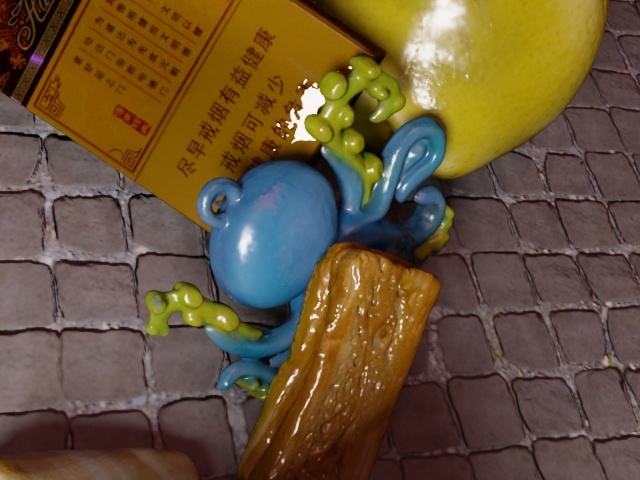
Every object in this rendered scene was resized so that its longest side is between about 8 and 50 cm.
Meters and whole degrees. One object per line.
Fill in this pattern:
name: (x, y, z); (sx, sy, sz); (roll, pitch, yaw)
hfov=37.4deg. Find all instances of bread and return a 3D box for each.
bread: (0.021, 0.139, 0.897); (0.139, 0.077, 0.270); (19, 91, -31)

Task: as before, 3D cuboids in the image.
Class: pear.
pear: (0.169, -0.283, 1.160); (0.362, 0.362, 0.418); (31, 77, 0)

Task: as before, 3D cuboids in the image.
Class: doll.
doll: (0.000, 0.000, 0.962); (0.099, 0.346, 0.341); (28, -1, 40)

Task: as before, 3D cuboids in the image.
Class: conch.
conch: (-0.208, 0.232, 0.789); (0.255, 0.127, 0.158); (-22, 68, -33)

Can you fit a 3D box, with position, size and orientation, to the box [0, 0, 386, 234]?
box: (-0.171, -0.207, 1.012); (0.415, 0.264, 0.116); (33, 17, 2)
